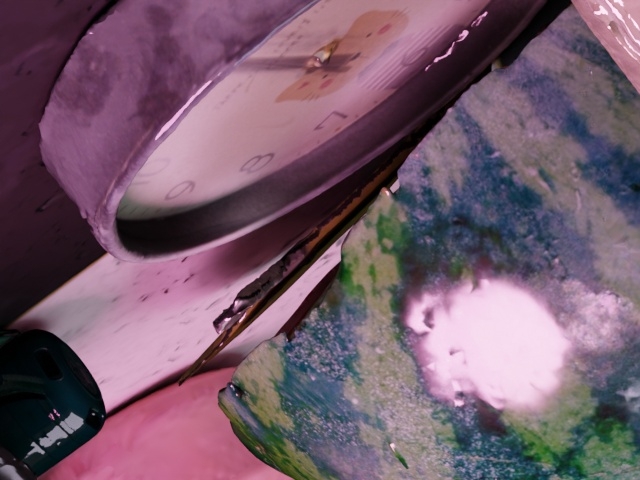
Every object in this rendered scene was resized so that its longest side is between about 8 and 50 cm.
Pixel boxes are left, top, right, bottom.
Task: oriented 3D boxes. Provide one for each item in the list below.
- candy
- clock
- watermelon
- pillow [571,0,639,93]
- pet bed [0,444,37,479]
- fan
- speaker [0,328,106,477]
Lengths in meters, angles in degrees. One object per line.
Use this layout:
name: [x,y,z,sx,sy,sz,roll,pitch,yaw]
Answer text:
candy: [-0.126,0.184,1.118,0.255,0.094,0.255,-33,168,-8]
clock: [0.001,-0.073,0.631,0.226,0.049,0.226,-34,168,-8]
watermelon: [0.096,0.000,0.743,0.292,0.319,0.222,-54,144,-9]
pillow: [0.238,-0.075,0.606,0.255,0.322,0.120,-41,-164,-18]
pet bed: [-0.226,0.171,0.696,0.211,0.159,0.183,-30,169,14]
fan: [-0.001,-0.001,0.818,0.229,0.011,0.335,-46,179,15]
speaker: [-0.151,0.072,0.775,0.075,0.060,0.094,-36,132,1]
